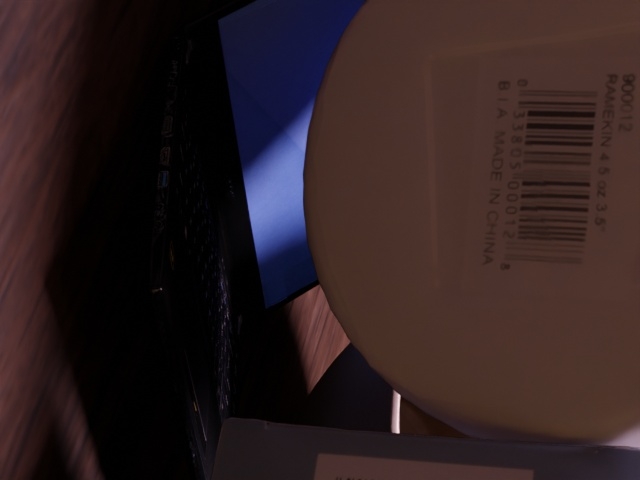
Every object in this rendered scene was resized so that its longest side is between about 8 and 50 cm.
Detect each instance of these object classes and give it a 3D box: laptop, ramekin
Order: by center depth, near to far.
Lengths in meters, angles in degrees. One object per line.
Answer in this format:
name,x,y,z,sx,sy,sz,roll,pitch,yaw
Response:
ramekin,0.126,-0.027,0.729,0.135,0.277,0.277,13,85,-62
laptop,0.000,0.000,0.816,0.234,0.136,0.264,82,6,-46

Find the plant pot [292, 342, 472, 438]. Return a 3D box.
plant pot,0.090,0.138,1.004,0.274,0.256,0.256,-24,-130,61

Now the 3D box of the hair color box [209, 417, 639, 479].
hair color box,0.058,0.236,0.774,0.374,0.185,0.113,81,16,-51
